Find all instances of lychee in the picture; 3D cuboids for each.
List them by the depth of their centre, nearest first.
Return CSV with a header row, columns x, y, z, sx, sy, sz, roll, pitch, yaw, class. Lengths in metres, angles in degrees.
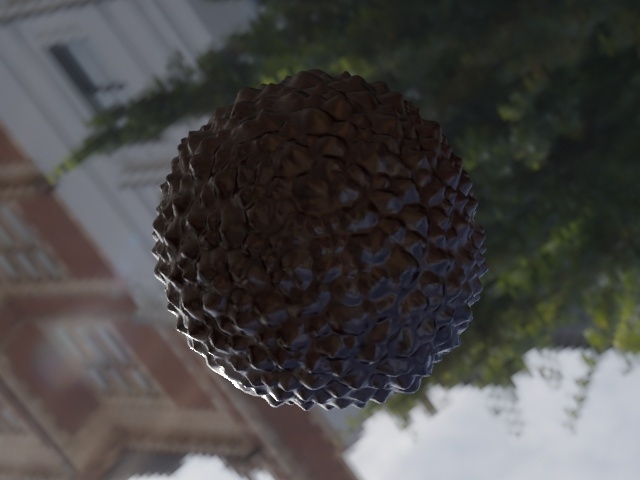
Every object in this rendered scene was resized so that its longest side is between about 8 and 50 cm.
x,y,z,sx,sy,sz,roll,pitch,yaw,class
0.000,0.000,1.453,0.264,0.264,0.300,-40,-164,-11,lychee
